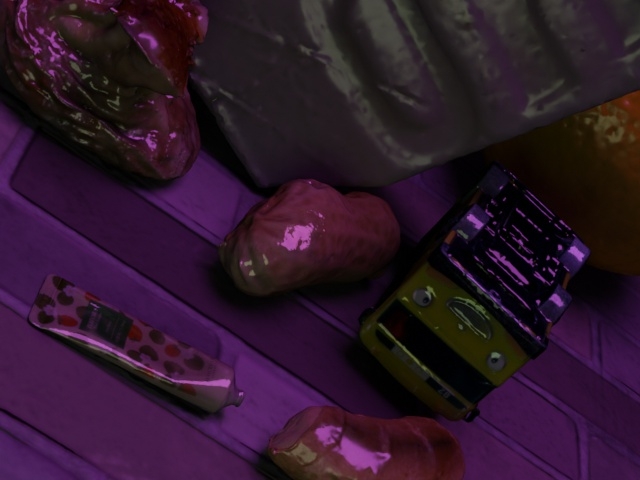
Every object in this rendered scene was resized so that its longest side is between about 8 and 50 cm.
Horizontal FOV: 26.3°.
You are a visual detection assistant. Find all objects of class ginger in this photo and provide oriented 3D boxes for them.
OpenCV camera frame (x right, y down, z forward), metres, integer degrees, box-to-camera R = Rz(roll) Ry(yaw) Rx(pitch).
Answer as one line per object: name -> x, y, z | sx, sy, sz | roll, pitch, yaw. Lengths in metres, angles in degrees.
ginger -> 0.042, 0.167, 1.026 | 0.190, 0.069, 0.095 | 9, 24, -44

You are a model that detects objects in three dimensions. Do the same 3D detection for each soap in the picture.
soap -> 0.095, -0.238, 1.190 | 0.350, 0.435, 0.213 | 61, 27, -18

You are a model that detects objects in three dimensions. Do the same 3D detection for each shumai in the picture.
shumai -> -0.158, -0.153, 1.103 | 0.209, 0.153, 0.161 | 45, 38, -5

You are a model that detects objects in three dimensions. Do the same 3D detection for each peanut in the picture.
peanut -> 0.000, 0.000, 1.153 | 0.214, 0.099, 0.099 | 3, 50, -52

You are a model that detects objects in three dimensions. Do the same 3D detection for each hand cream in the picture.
hand cream -> -0.128, 0.077, 0.976 | 0.165, 0.037, 0.057 | 30, 33, -13

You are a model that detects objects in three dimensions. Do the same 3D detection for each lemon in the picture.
lemon -> 0.336, -0.122, 1.486 | 0.336, 0.336, 0.336 | 30, 34, -23

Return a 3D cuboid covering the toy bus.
toy bus -> 0.136, 0.043, 1.206 | 0.128, 0.150, 0.262 | 43, 26, 0
